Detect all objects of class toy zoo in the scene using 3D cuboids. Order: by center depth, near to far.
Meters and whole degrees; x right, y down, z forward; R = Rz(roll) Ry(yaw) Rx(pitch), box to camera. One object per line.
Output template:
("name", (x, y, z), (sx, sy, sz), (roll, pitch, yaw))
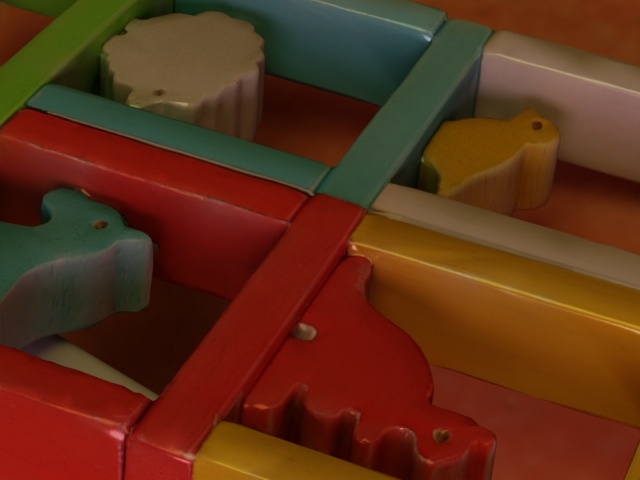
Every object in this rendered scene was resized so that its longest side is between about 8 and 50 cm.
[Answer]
("toy zoo", (0.000, 0.000, 0.436), (0.293, 0.030, 0.192), (17, 37, 16))

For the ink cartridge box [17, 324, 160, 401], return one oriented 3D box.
("ink cartridge box", (-0.129, 0.097, 0.436), (0.140, 0.082, 0.190), (28, 69, 27))
